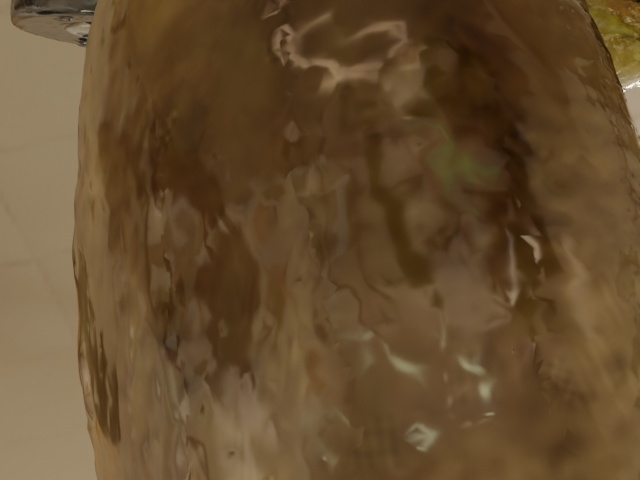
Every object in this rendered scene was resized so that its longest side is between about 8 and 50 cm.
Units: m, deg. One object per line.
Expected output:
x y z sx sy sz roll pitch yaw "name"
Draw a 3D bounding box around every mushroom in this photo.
0.019 0.016 0.728 0.224 0.313 0.397 -8 107 -11 "mushroom"

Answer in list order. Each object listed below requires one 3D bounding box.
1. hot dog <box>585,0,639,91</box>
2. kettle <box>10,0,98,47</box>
0.133 -0.101 0.863 0.061 0.078 0.169 28 134 -33 "hot dog"
-0.112 -0.285 1.357 0.207 0.290 0.268 4 178 0 "kettle"
